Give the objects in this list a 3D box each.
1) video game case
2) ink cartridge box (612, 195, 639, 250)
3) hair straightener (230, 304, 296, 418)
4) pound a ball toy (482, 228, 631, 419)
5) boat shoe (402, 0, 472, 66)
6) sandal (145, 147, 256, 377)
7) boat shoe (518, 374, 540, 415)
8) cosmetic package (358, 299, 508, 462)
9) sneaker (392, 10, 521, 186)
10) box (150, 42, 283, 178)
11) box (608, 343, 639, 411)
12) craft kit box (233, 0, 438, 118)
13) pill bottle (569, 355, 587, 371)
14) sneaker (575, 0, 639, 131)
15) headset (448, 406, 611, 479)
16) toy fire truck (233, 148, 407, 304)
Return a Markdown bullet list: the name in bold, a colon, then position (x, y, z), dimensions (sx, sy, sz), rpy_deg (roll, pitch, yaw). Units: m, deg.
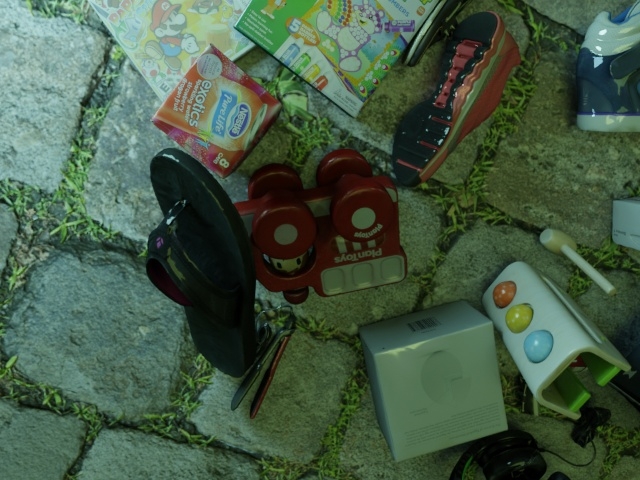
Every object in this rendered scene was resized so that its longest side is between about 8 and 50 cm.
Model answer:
- **video game case**: position (-0.221, -0.367, 0.831), dimensions (0.226, 0.026, 0.206), rpy_deg (-35, 104, 0)
- **ink cartridge box**: position (0.703, -0.042, 0.969), dimensions (0.219, 0.160, 0.093), rpy_deg (-10, 102, -7)
- **hair straightener**: position (-0.117, 0.220, 0.961), dimensions (0.089, 0.047, 0.231), rpy_deg (25, 97, -13)
- **pound a ball toy**: position (0.404, 0.114, 0.902), dimensions (0.135, 0.319, 0.208), rpy_deg (27, 112, -14)
- **boat shoe**: position (0.215, -0.376, 0.869), dimensions (0.064, 0.075, 0.206), rpy_deg (33, 91, -11)
- **sandal**: position (-0.183, 0.076, 0.784), dimensions (0.167, 0.107, 0.446), rpy_deg (20, 134, 28)
- **boat shoe**: position (0.434, 0.303, 1.066), dimensions (0.038, 0.046, 0.125), rpy_deg (-3, 98, 30)
- **cosmetic package**: position (0.211, 0.261, 0.973), dimensions (0.223, 0.138, 0.225), rpy_deg (-13, 102, -6)
- **sneaker**: position (0.248, -0.221, 0.890), dimensions (0.136, 0.116, 0.314), rpy_deg (18, 109, -37)
- **box**: position (-0.143, -0.182, 0.763), dimensions (0.122, 0.257, 0.128), rpy_deg (39, 94, -11)
- **box**: position (0.909, 0.280, 0.930), dimensions (0.471, 0.297, 0.480), rpy_deg (41, 93, -12)
- **craft kit box**: position (0.030, -0.372, 0.827), dimensions (0.249, 0.061, 0.247), rpy_deg (31, 99, -21)
- **pill bottle**: position (0.490, 0.221, 1.028), dimensions (0.151, 0.086, 0.086), rpy_deg (6, 101, -19)
- **sneaker**: position (0.622, -0.319, 0.912), dimensions (0.322, 0.130, 0.237), rpy_deg (-2, 107, -2)
- **headset**: position (0.435, 0.465, 1.007), dimensions (0.394, 0.243, 0.185), rpy_deg (-17, 135, -33)
- **toy fire truck**: position (0.000, 0.000, 0.886), dimensions (0.301, 0.169, 0.254), rpy_deg (-13, 122, -5)
